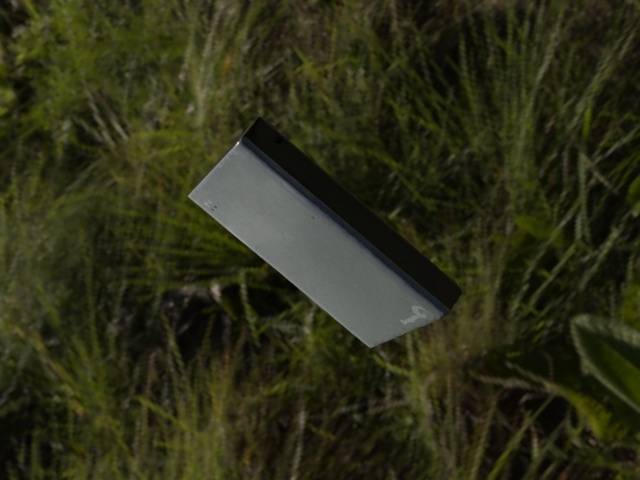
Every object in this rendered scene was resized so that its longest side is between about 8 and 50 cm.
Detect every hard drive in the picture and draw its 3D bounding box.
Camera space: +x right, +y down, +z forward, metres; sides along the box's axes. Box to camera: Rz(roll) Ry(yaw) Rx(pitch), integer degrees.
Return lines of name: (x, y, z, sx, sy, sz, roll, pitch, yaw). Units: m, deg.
hard drive: (0.000, 0.000, 0.591, 0.135, 0.022, 0.094, 40, 154, -8)
